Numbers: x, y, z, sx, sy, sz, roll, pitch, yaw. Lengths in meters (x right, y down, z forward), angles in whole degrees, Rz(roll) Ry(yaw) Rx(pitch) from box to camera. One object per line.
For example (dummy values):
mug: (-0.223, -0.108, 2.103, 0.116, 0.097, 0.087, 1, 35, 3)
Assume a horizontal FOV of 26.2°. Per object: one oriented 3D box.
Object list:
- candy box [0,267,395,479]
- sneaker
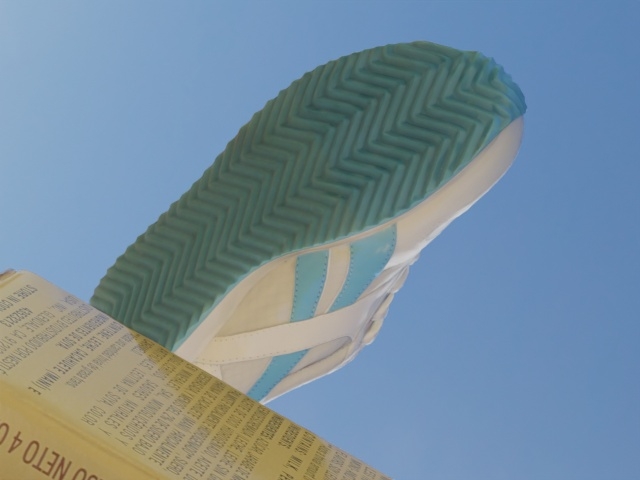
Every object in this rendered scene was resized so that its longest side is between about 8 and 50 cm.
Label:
candy box: (-0.005, 0.167, 0.397, 0.183, 0.316, 0.087, -61, 177, 15)
sneaker: (0.000, 0.000, 0.597, 0.228, 0.092, 0.087, -36, -128, 26)
